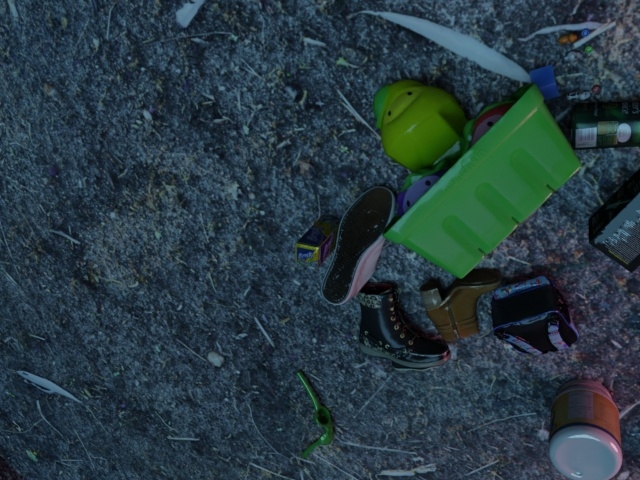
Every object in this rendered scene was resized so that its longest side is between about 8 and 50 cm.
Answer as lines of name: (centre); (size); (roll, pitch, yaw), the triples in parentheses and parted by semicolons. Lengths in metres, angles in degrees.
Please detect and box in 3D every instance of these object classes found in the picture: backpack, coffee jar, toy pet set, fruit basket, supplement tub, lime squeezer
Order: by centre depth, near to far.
coffee jar: (0.557, -0.212, 1.169); (0.184, 0.096, 0.079); (1, 118, 21)
toy pet set: (0.449, -0.311, 1.182); (0.114, 0.065, 0.122); (-12, 109, 27)
fruit basket: (0.238, -0.170, 1.208); (0.391, 0.283, 0.392); (2, 101, 10)
backpack: (0.469, 0.174, 1.386); (0.158, 0.117, 0.173); (-24, 136, 31)
supplement tub: (0.582, 0.414, 1.408); (0.144, 0.200, 0.144); (9, 117, 18)
lime squeezer: (-0.009, 0.505, 1.795); (0.110, 0.058, 0.311); (27, 129, 44)

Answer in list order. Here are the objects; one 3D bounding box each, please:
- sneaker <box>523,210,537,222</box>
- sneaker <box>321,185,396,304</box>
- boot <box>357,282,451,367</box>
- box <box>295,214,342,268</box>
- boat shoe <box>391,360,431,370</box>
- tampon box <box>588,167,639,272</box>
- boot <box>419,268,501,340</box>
sneaker: (0.330, -0.036, 1.370); (0.281, 0.105, 0.115); (-18, 142, 24)
sneaker: (0.094, 0.008, 1.481); (0.106, 0.123, 0.290); (31, 102, 19)
boot: (0.191, 0.201, 1.524); (0.236, 0.085, 0.179); (7, 117, 30)
box: (0.000, 0.000, 1.460); (0.059, 0.169, 0.054); (11, 118, 18)
boat shoe: (0.235, 0.293, 1.580); (0.133, 0.049, 0.042); (-10, 118, 31)
tampon box: (0.606, -0.044, 1.217); (0.101, 0.120, 0.161); (36, 123, 3)
boot: (0.338, 0.151, 1.461); (0.197, 0.073, 0.152); (-14, 113, 32)
